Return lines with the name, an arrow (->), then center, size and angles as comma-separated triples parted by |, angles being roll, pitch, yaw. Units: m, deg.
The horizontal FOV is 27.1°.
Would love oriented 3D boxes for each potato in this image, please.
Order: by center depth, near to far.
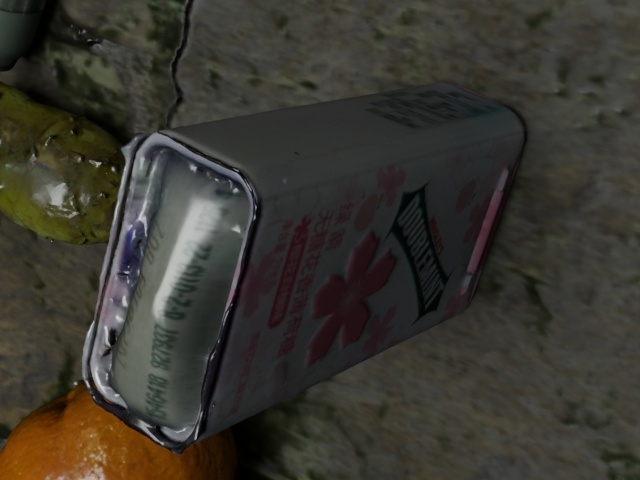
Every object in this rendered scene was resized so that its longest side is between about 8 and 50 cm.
potato -> -0.263, -0.075, 1.234 | 0.225, 0.090, 0.117 | 32, 77, 18

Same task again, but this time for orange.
orange -> -0.186, 0.204, 1.181 | 0.224, 0.224, 0.170 | -29, 79, 35

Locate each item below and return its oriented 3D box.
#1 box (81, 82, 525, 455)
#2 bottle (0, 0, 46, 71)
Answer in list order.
box -> 0.000, 0.000, 0.916 | 0.112, 0.370, 0.190 | 26, 113, 28
bottle -> -0.277, -0.282, 1.221 | 0.096, 0.079, 0.253 | -117, 44, -55
